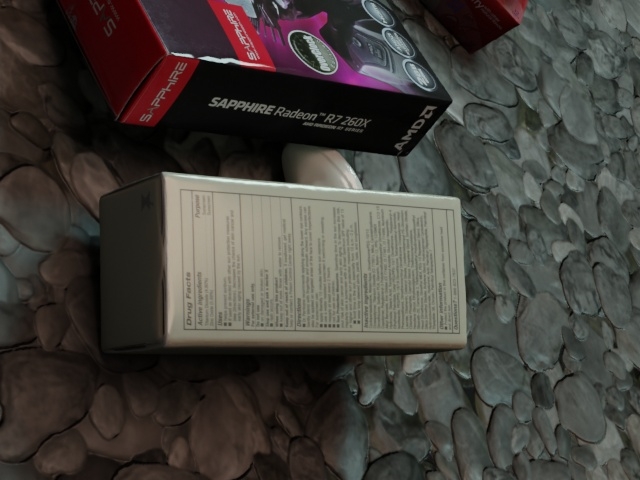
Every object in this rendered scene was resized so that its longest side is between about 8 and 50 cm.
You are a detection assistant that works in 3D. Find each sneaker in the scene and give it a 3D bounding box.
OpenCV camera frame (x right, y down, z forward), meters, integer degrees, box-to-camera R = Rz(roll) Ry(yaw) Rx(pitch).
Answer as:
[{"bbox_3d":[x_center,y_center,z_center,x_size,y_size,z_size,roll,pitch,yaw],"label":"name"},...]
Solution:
[{"bbox_3d":[0.000,0.000,1.395,0.094,0.080,0.212,-19,84,-36],"label":"sneaker"}]

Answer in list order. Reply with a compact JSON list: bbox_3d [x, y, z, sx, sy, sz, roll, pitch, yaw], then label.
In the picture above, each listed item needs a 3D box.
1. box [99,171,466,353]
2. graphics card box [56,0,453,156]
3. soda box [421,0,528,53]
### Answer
[{"bbox_3d":[-0.029,0.028,1.255,0.311,0.121,0.148,5,80,-34],"label":"box"},{"bbox_3d":[-0.068,-0.202,1.373,0.371,0.094,0.233,5,45,-44],"label":"graphics card box"},{"bbox_3d":[0.135,-0.352,1.708,0.263,0.083,0.092,42,45,-19],"label":"soda box"}]
